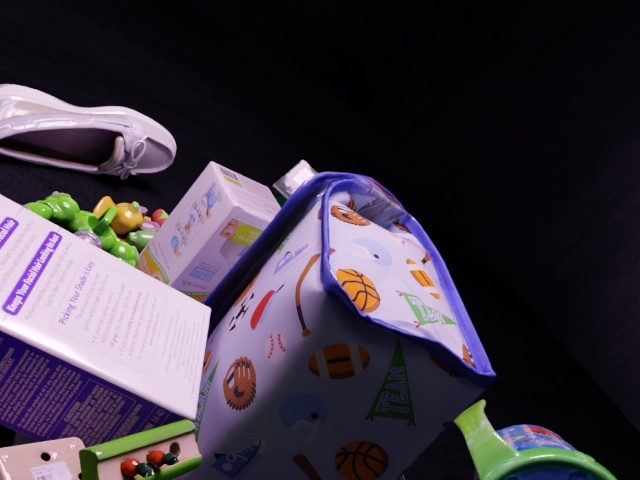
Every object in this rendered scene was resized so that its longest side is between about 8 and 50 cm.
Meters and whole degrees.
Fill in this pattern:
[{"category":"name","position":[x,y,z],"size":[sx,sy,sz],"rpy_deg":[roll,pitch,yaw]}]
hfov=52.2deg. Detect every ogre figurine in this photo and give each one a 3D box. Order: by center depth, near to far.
[{"category":"ogre figurine","position":[-0.296,0.014,0.813],"size":[0.197,0.097,0.118],"rpy_deg":[25,33,-9]}]

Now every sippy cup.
[{"category":"sippy cup","position":[0.329,0.394,0.992],"size":[0.239,0.306,0.224],"rpy_deg":[-3,4,8]}]

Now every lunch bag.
[{"category":"lunch bag","position":[-0.013,0.111,0.782],"size":[0.238,0.328,0.385],"rpy_deg":[34,21,-14]}]

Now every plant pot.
[{"category":"plant pot","position":[-0.223,0.213,0.496],"size":[0.109,0.096,0.109],"rpy_deg":[12,34,-55]}]

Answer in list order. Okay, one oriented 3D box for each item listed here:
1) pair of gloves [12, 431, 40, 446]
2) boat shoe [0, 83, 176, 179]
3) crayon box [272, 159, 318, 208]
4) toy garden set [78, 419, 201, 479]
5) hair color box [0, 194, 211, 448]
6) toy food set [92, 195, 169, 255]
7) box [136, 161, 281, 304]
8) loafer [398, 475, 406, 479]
[{"category":"pair of gloves","position":[-0.301,0.146,0.615],"size":[0.198,0.023,0.159],"rpy_deg":[30,22,-27]},{"category":"boat shoe","position":[-0.367,-0.152,1.032],"size":[0.320,0.118,0.103],"rpy_deg":[12,39,-47]},{"category":"crayon box","position":[0.000,0.000,1.271],"size":[0.202,0.081,0.318],"rpy_deg":[43,-17,11]},{"category":"toy garden set","position":[-0.129,0.265,0.451],"size":[0.203,0.049,0.245],"rpy_deg":[5,70,-60]},{"category":"hair color box","position":[-0.280,0.072,0.626],"size":[0.338,0.110,0.185],"rpy_deg":[33,21,-19]},{"category":"toy food set","position":[-0.242,-0.017,1.021],"size":[0.217,0.071,0.128],"rpy_deg":[24,25,-41]},{"category":"box","position":[-0.155,0.010,0.920],"size":[0.114,0.203,0.103],"rpy_deg":[23,25,-45]},{"category":"loafer","position":[0.106,0.378,0.783],"size":[0.076,0.078,0.223],"rpy_deg":[28,22,-32]}]
